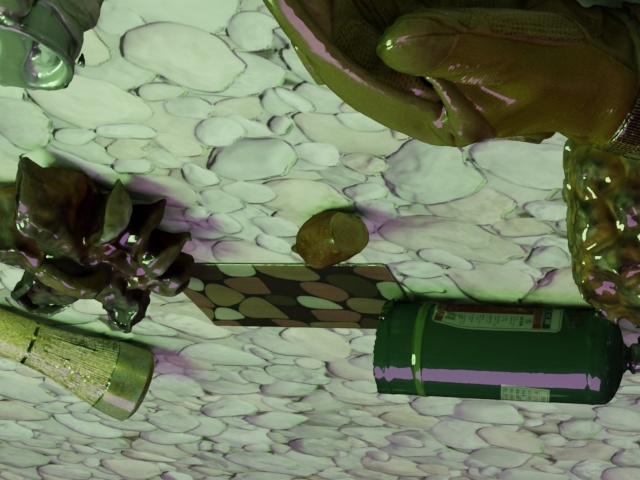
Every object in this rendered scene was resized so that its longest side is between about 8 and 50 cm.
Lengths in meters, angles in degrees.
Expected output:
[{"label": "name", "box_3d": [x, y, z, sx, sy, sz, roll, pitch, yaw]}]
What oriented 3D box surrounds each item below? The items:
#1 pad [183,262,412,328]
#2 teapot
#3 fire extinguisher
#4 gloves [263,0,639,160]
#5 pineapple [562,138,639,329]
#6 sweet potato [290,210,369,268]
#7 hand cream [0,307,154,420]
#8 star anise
[{"label": "pad", "box_3d": [-0.025, 0.055, 1.612, 0.235, 0.003, 0.158, 0, 155, 21]}, {"label": "teapot", "box_3d": [-0.139, -0.185, 0.860, 0.077, 0.200, 0.107, 10, 158, -1]}, {"label": "fire extinguisher", "box_3d": [0.201, 0.104, 1.531, 0.294, 0.093, 0.118, 2, -179, 14]}, {"label": "gloves", "box_3d": [0.089, -0.129, 0.972, 0.331, 0.154, 0.141, 15, 155, -29]}, {"label": "pineapple", "box_3d": [0.349, -0.022, 1.121, 0.361, 0.175, 0.175, -5, 154, 8]}, {"label": "sweet potato", "box_3d": [0.000, 0.000, 1.435, 0.049, 0.049, 0.117, 20, 165, -23]}, {"label": "hand cream", "box_3d": [-0.285, 0.126, 1.786, 0.203, 0.084, 0.084, 23, 154, -17]}, {"label": "star anise", "box_3d": [-0.223, 0.012, 1.475, 0.220, 0.099, 0.214, 20, 145, -23]}]
